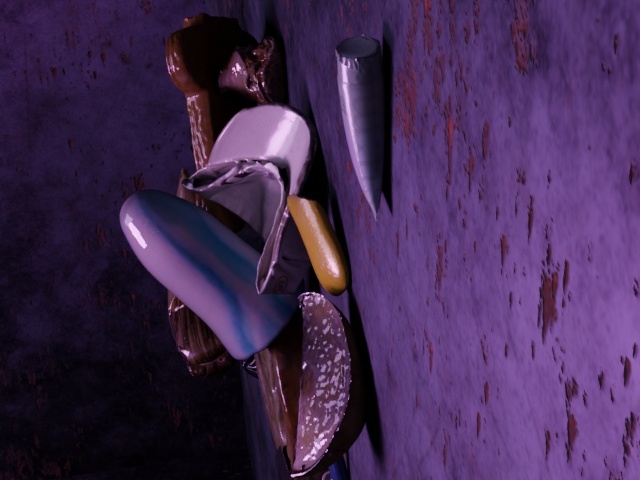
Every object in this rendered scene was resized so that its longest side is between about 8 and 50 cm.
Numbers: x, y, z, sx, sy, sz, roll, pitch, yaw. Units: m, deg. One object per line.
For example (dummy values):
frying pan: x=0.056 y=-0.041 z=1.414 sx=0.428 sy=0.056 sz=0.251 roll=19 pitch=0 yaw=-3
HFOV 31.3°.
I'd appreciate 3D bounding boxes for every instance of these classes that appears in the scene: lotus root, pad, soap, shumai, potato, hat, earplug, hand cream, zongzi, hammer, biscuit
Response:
lotus root: x=-0.048 y=0.294 z=2.109 sx=0.390 sy=0.111 sz=0.374 roll=118 pitch=139 yaw=-74
pad: x=-0.053 y=0.454 z=2.078 sx=0.112 sy=0.003 sz=0.157 roll=111 pitch=142 yaw=-70
soap: x=0.000 y=0.000 z=1.638 sx=0.089 sy=0.033 sz=0.168 roll=-47 pitch=61 yaw=57
shumai: x=-0.123 y=-0.289 z=2.007 sx=0.145 sy=0.116 sz=0.145 roll=171 pitch=90 yaw=-80
potato: x=0.034 y=0.205 z=1.596 sx=0.120 sy=0.100 sz=0.261 roll=-9 pitch=70 yaw=44
hat: x=-0.068 y=-0.081 z=1.830 sx=0.258 sy=0.168 sz=0.301 roll=52 pitch=132 yaw=28
earplug: x=-0.202 y=0.035 z=1.921 sx=0.324 sy=0.185 sz=0.185 roll=41 pitch=-171 yaw=-22
hand cream: x=0.048 y=-0.122 z=1.239 sx=0.078 sy=0.050 sz=0.204 roll=-108 pitch=9 yaw=-51
zongzi: x=-0.228 y=0.060 z=2.118 sx=0.289 sy=0.154 sz=0.317 roll=-104 pitch=-1 yaw=-64
hammer: x=0.017 y=0.331 z=1.853 sx=0.116 sy=0.070 sz=0.193 roll=-119 pitch=15 yaw=-67
biscuit: x=-0.178 y=-0.220 z=2.114 sx=0.368 sy=0.076 sz=0.394 roll=-34 pitch=-67 yaw=-69

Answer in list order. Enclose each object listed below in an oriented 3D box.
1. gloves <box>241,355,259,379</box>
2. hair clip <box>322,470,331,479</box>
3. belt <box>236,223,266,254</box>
gloves: x=-0.120 y=0.186 z=2.458 sx=0.164 sy=0.124 sz=0.203 roll=33 pitch=112 yaw=51
hair clip: x=0.038 y=0.508 z=1.940 sx=0.072 sy=0.034 sz=0.226 roll=-172 pitch=74 yaw=-81
belt: x=-0.151 y=-0.056 z=2.294 sx=0.078 sy=0.151 sz=0.198 roll=93 pitch=163 yaw=-49
